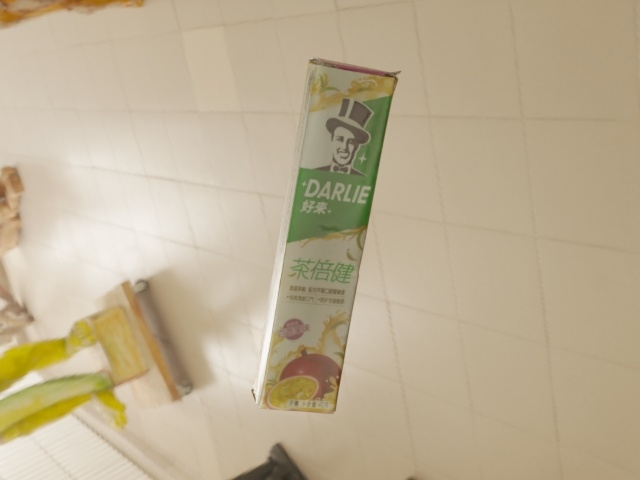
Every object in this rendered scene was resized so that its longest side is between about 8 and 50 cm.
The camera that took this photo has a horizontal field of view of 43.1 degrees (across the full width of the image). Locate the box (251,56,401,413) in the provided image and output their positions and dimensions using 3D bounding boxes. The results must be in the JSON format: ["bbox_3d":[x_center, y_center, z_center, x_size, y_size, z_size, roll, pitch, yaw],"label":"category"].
[{"bbox_3d":[0.000,0.000,0.472,0.041,0.049,0.207,-131,49,-71],"label":"box"}]
